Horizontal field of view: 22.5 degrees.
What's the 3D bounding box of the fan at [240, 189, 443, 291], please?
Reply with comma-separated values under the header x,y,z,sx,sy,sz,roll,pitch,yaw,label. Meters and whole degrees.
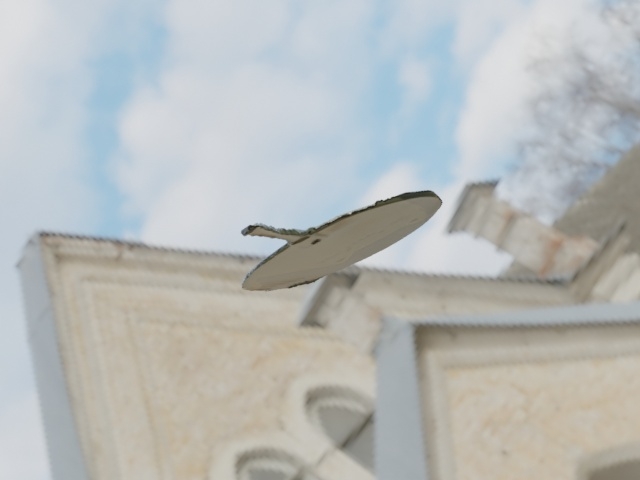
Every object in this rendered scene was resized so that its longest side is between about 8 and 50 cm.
x,y,z,sx,sy,sz,roll,pitch,yaw,label
0.000,0.000,0.809,0.113,0.005,0.175,-29,-13,19,fan
